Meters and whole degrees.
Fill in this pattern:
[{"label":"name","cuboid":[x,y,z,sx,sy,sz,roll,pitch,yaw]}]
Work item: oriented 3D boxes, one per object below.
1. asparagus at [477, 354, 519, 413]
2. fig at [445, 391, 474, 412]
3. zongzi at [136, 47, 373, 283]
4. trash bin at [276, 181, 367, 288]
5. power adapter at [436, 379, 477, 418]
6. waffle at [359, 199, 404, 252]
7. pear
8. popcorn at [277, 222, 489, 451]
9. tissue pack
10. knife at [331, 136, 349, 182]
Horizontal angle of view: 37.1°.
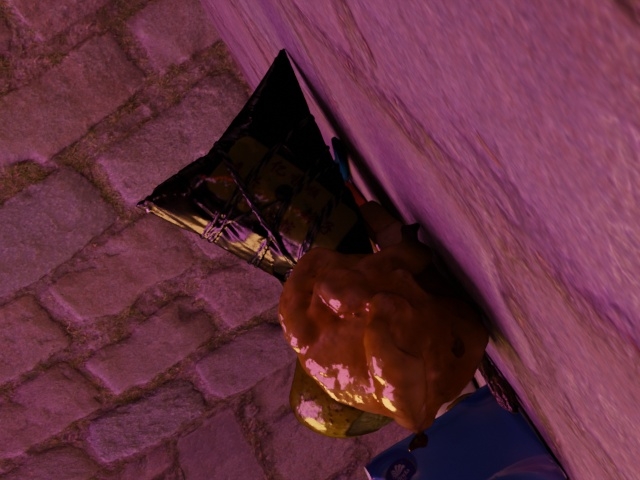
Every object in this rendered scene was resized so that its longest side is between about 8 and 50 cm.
[{"label":"asparagus","cuboid":[0.264,0.208,1.497,0.036,0.030,0.165,96,151,-47]},{"label":"fig","cuboid":[0.285,0.337,1.686,0.153,0.121,0.135,-81,-18,-65]},{"label":"zongzi","cuboid":[-0.051,-0.115,1.599,0.384,0.362,0.319,30,168,-11]},{"label":"trash bin","cuboid":[0.000,0.000,1.935,0.161,0.239,0.184,53,174,40]},{"label":"power adapter","cuboid":[0.277,0.334,2.103,0.187,0.124,0.255,59,-179,43]},{"label":"waffle","cuboid":[0.151,0.060,1.622,0.274,0.057,0.168,58,179,-18]},{"label":"pear","cuboid":[0.052,0.188,1.575,0.238,0.256,0.164,62,-177,29]},{"label":"popcorn","cuboid":[0.098,0.112,1.331,0.316,0.280,0.297,19,-169,42]},{"label":"tissue pack","cuboid":[0.230,0.375,1.534,0.198,0.263,0.146,57,179,16]},{"label":"knife","cuboid":[0.034,-0.148,1.765,0.296,0.026,0.044,61,-172,-81]}]
